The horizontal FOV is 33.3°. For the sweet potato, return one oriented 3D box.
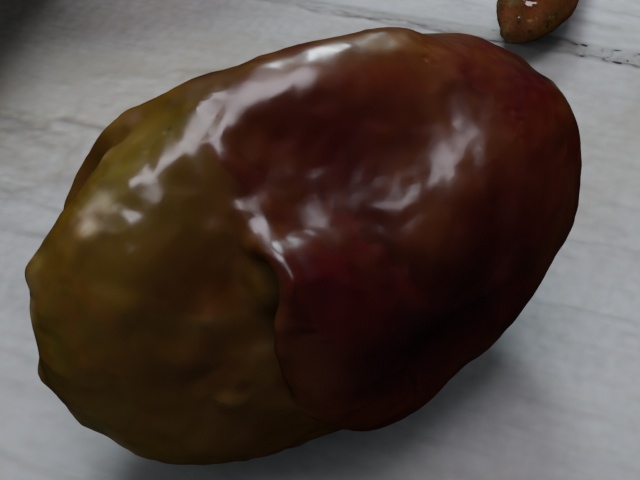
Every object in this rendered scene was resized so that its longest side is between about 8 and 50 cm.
[{"bbox_3d":[0.148,-0.187,0.676,0.050,0.050,0.214,10,42,13],"label":"sweet potato"}]

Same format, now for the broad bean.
[{"bbox_3d":[0.002,0.000,0.411,0.229,0.156,0.122,-25,44,-29],"label":"broad bean"}]
